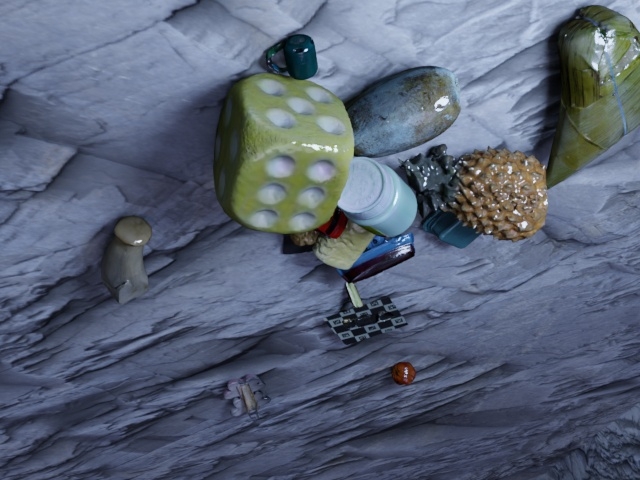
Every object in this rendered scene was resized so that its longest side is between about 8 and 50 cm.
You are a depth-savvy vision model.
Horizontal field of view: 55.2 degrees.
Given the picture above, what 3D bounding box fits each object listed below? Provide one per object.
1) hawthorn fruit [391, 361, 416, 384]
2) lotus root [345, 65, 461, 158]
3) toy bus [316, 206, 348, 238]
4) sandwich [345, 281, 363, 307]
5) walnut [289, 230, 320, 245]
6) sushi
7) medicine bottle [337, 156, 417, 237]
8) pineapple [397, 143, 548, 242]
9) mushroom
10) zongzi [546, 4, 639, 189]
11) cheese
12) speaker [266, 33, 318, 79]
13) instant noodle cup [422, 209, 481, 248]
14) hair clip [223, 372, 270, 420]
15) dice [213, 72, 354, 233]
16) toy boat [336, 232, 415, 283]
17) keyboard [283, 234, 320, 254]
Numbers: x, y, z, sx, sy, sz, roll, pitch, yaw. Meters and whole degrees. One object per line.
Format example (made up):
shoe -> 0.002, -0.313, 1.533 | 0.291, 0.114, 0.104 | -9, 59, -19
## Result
hawthorn fruit -> 0.299, 0.474, 2.173 | 0.093, 0.093, 0.093 | -10, 139, -9
lotus root -> 0.130, -0.253, 1.253 | 0.322, 0.158, 0.140 | -21, 138, 19
toy bus -> -0.022, -0.068, 1.406 | 0.195, 0.089, 0.081 | 26, 92, -17
sandwich -> 0.095, 0.155, 1.780 | 0.031, 0.083, 0.044 | -21, -177, -4
walnut -> -0.036, -0.032, 1.498 | 0.079, 0.082, 0.096 | -26, 147, -36
sushi -> 0.136, 0.228, 1.866 | 0.215, 0.050, 0.192 | -20, 140, 15
medicine bottle -> 0.119, -0.091, 1.326 | 0.139, 0.139, 0.225 | -31, 160, 15
pineapple -> 0.342, -0.124, 1.449 | 0.357, 0.223, 0.223 | 10, 135, -4
mushroom -> -0.456, 0.053, 1.432 | 0.108, 0.096, 0.247 | 18, 130, -1
zongzi -> 0.556, -0.293, 1.339 | 0.323, 0.160, 0.360 | 28, 116, -35
cheese -> 0.070, -0.014, 1.526 | 0.123, 0.094, 0.167 | 15, 123, -38
speaker -> -0.053, -0.349, 1.164 | 0.094, 0.060, 0.075 | 13, 143, 19
instant noodle cup -> 0.381, -0.052, 1.629 | 0.157, 0.070, 0.179 | 21, 125, -38
hair clip -> -0.247, 0.527, 2.054 | 0.146, 0.075, 0.257 | -16, 133, -6
dice -> -0.079, -0.169, 1.209 | 0.226, 0.233, 0.238 | 3, 135, -21
toy boat -> 0.144, 0.034, 1.620 | 0.223, 0.097, 0.100 | -25, 153, 7
keyboard -> 0.000, -0.001, 1.592 | 0.196, 0.015, 0.074 | -8, 135, -12
